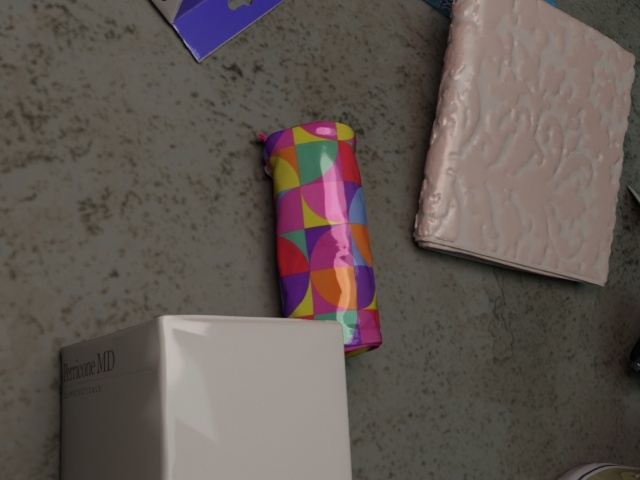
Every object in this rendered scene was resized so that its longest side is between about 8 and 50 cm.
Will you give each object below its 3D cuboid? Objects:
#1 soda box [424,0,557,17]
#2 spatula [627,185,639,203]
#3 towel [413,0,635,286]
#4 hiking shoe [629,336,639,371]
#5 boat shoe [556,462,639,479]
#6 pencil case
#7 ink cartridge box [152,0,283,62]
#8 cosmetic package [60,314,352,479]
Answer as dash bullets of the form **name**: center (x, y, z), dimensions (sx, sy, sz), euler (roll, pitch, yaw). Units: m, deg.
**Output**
- **soda box**: center (0.211, -0.317, 1.053), dimensions (0.210, 0.067, 0.071), euler (24, 65, -28)
- **spatula**: center (0.525, 0.026, 1.137), dimensions (0.168, 0.019, 0.242), euler (39, 22, -25)
- **towel**: center (0.262, -0.126, 1.008), dimensions (0.317, 0.053, 0.331), euler (14, 83, -33)
- **hiking shoe**: center (0.520, 0.149, 1.138), dimensions (0.304, 0.132, 0.113), euler (26, 22, -45)
- **boat shoe**: center (0.395, 0.321, 0.993), dimensions (0.302, 0.094, 0.109), euler (2, 76, -35)
- **pencil case**: center (0.000, 0.000, 0.800), dimensions (0.104, 0.104, 0.236), euler (1, 75, -35)
- **ink cartridge box**: center (-0.116, -0.320, 0.834), dimensions (0.208, 0.045, 0.206), euler (52, 54, -14)
- **cosmetic package**: center (-0.088, 0.255, 0.593), dimensions (0.156, 0.217, 0.385), euler (4, 74, -35)
